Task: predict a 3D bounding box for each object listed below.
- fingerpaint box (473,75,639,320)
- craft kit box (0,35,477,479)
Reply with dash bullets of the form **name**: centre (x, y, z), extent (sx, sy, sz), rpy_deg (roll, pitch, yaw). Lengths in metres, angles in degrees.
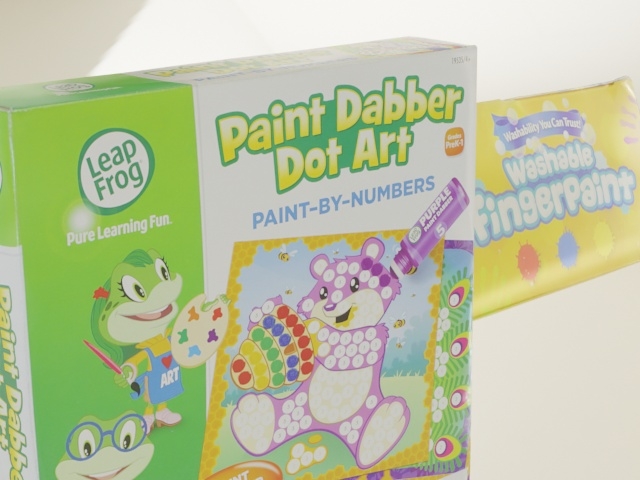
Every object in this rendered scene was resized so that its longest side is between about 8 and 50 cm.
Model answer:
- **fingerpaint box**: centre (0.000, 0.000, 1.107), extent (0.371, 0.444, 0.163), rpy_deg (-11, -88, 42)
- **craft kit box**: centre (-0.033, 0.042, 0.619), extent (0.249, 0.247, 0.061), rpy_deg (-14, -162, -38)
